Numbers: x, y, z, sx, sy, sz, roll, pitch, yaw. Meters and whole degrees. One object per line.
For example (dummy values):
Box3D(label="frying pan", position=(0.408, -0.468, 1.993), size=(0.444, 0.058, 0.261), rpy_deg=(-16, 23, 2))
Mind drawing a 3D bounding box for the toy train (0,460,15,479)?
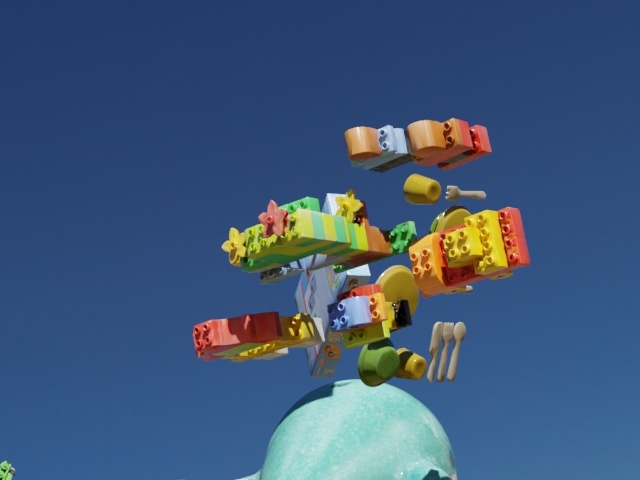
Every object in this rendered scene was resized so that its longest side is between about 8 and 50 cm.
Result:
Box3D(label="toy train", position=(-0.388, 0.302, 1.413), size=(0.024, 0.083, 0.017), rpy_deg=(38, -43, -23))

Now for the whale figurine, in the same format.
Box3D(label="whale figurine", position=(0.007, 0.197, 0.999), size=(0.216, 0.141, 0.272), rpy_deg=(-9, -1, 27))

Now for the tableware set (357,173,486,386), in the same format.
Box3D(label="tableware set", position=(0.069, 0.030, 0.852), size=(0.104, 0.154, 0.024), rpy_deg=(5, 5, -44))

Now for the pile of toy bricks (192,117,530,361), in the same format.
Box3D(label="pile of toy bricks", position=(0.000, 0.000, 0.665), size=(0.212, 0.118, 0.105), rpy_deg=(-22, -19, 37))

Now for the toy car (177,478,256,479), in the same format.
Box3D(label="toy car", position=(-0.062, 0.245, 0.760), size=(0.136, 0.182, 0.159), rpy_deg=(-44, -15, 8))

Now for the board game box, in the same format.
Box3D(label="board game box", position=(0.013, 0.065, 1.666), size=(0.039, 0.160, 0.211), rpy_deg=(3, -46, -16))
